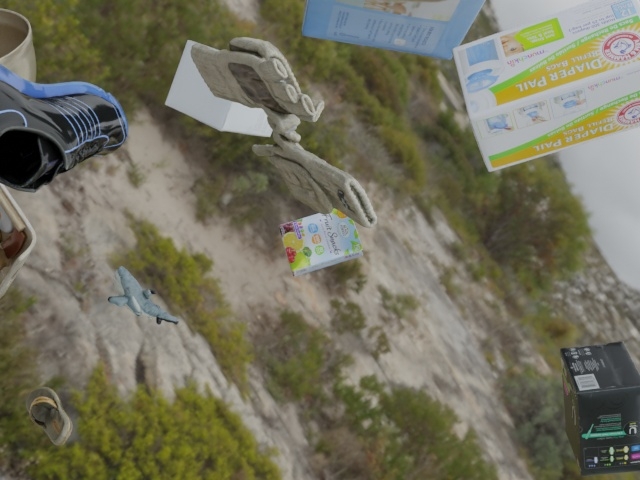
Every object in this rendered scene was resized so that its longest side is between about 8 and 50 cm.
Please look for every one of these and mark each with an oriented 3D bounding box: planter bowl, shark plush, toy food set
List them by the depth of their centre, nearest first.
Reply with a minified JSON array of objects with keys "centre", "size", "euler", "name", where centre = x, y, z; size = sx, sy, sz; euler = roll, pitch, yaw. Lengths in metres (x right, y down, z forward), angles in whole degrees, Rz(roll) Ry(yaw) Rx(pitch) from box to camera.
[{"centre":[-0.367,-0.155,0.794],"size":[0.162,0.162,0.109],"euler":[-111,-165,-49],"name":"planter bowl"},{"centre":[-0.697,-0.045,1.543],"size":[0.092,0.220,0.306],"euler":[-32,85,-43],"name":"toy food set"},{"centre":[-0.362,0.124,1.583],"size":[0.161,0.067,0.073],"euler":[39,17,10],"name":"shark plush"}]

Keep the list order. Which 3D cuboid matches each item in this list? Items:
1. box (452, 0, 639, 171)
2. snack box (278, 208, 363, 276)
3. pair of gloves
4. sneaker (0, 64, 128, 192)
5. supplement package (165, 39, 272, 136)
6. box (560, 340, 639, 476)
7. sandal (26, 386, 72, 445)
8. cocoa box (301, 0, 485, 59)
[{"centre":[0.264,-0.175,0.858],"size":[0.103,0.203,0.114],"euler":[52,26,-52],"name":"box"},{"centre":[0.000,0.000,1.482],"size":[0.037,0.141,0.100],"euler":[83,-10,-69],"name":"snack box"},{"centre":[-0.038,-0.127,0.874],"size":[0.204,0.042,0.240],"euler":[22,-29,56],"name":"pair of gloves"},{"centre":[-0.225,-0.081,0.632],"size":[0.090,0.081,0.232],"euler":[61,18,11],"name":"sneaker"},{"centre":[-0.137,-0.229,1.190],"size":[0.105,0.105,0.179],"euler":[26,11,16],"name":"supplement package"},{"centre":[0.223,0.133,0.611],"size":[0.062,0.052,0.083],"euler":[-82,161,-63],"name":"box"},{"centre":[-0.556,0.349,1.560],"size":[0.049,0.072,0.180],"euler":[27,2,-43],"name":"sandal"},{"centre":[0.113,-0.419,0.971],"size":[0.347,0.231,0.228],"euler":[115,-18,-73],"name":"cocoa box"}]
